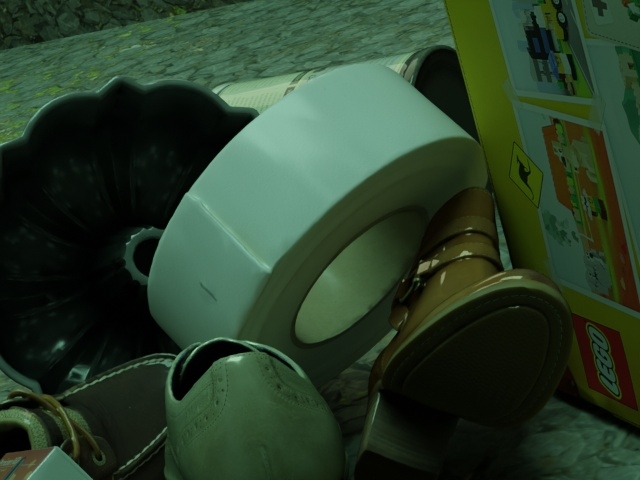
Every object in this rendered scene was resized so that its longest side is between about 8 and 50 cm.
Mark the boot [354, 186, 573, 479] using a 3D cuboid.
[{"bbox_3d":[0.114,0.046,1.193,0.109,0.283,0.220,20,52,-1],"label":"boot"}]

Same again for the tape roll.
[{"bbox_3d":[0.000,0.000,1.303,0.286,0.286,0.100,-30,63,-33],"label":"tape roll"}]

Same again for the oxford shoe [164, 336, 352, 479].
[{"bbox_3d":[-0.046,0.138,1.155,0.140,0.146,0.397,-13,-2,-12],"label":"oxford shoe"}]

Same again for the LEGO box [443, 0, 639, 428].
[{"bbox_3d":[0.267,-0.105,1.126,0.193,0.500,0.372,-24,20,-19],"label":"LEGO box"}]

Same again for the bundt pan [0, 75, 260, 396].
[{"bbox_3d":[-0.158,0.025,1.476,0.331,0.331,0.124,-23,-4,-17],"label":"bundt pan"}]

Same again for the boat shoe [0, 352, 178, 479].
[{"bbox_3d":[-0.214,0.180,1.262,0.123,0.123,0.342,38,54,26],"label":"boat shoe"}]

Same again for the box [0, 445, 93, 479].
[{"bbox_3d":[-0.222,0.233,1.109,0.170,0.091,0.130,-49,13,-25],"label":"box"}]

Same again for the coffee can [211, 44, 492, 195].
[{"bbox_3d":[0.025,-0.094,1.786,0.275,0.201,0.201,-6,21,31],"label":"coffee can"}]

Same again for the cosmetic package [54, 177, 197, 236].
[{"bbox_3d":[-0.186,0.032,1.639,0.151,0.184,0.151,-23,18,-17],"label":"cosmetic package"}]
